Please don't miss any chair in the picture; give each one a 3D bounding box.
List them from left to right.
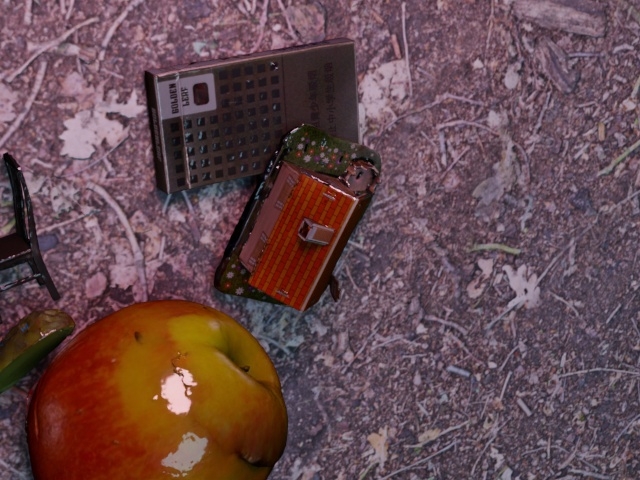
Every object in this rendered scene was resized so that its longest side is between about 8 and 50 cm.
[{"bbox_3d":[-0.437,-0.006,1.511,0.101,0.084,0.212,-23,118,-24],"label":"chair"}]

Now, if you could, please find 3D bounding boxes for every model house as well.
[{"bbox_3d":[0.000,-0.001,1.673,0.207,0.154,0.294,16,108,-36],"label":"model house"}]

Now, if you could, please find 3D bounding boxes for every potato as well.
[{"bbox_3d":[-0.424,0.154,1.555,0.054,0.198,0.119,52,40,6],"label":"potato"}]

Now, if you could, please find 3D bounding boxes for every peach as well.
[{"bbox_3d":[-0.236,0.262,1.576,0.370,0.370,0.370,-9,112,-25],"label":"peach"}]

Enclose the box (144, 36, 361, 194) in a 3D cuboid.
[{"bbox_3d":[-0.093,-0.188,1.648,0.324,0.047,0.180,-14,115,-24],"label":"box"}]
